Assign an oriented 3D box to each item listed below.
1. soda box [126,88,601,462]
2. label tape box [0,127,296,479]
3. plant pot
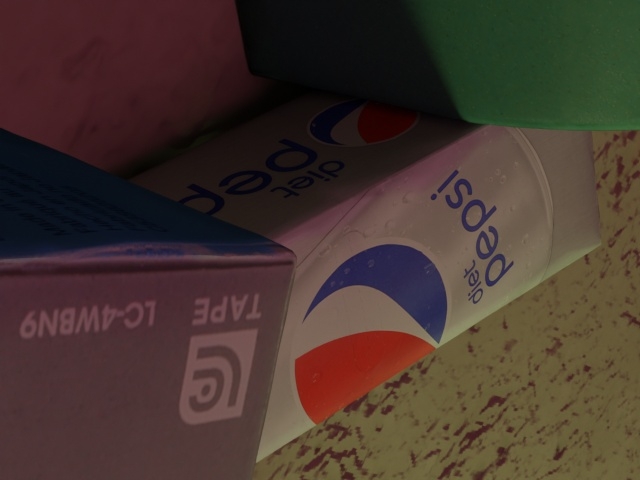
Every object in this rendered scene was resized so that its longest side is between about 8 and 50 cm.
[{"bbox_3d":[-0.015,0.011,0.656,0.286,0.098,0.091,-29,124,-31],"label":"soda box"},{"bbox_3d":[-0.162,0.129,0.444,0.115,0.249,0.347,-1,108,-50],"label":"label tape box"},{"bbox_3d":[0.097,-0.143,0.633,0.166,0.234,0.165,-37,133,-33],"label":"plant pot"}]
